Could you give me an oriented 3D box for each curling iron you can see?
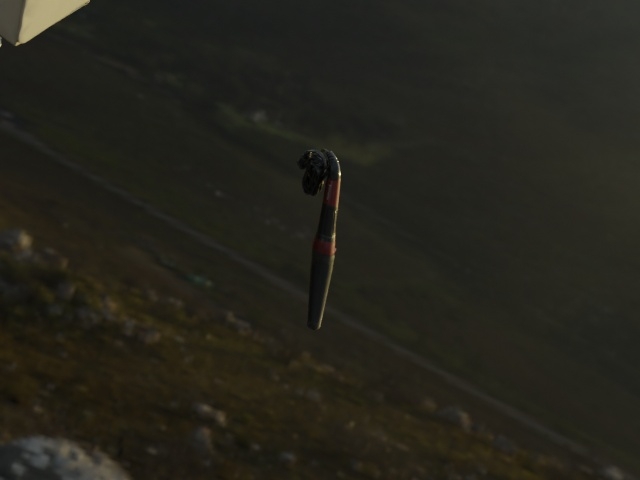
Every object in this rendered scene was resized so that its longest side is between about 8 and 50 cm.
[{"bbox_3d":[0.000,0.000,1.719,0.035,0.274,0.068,-16,36,-23],"label":"curling iron"}]

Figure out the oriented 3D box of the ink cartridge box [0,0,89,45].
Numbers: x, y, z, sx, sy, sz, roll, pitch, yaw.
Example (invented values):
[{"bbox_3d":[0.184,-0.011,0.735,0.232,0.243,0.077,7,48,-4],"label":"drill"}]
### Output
[{"bbox_3d":[-0.468,-0.483,1.766,0.385,0.279,0.160,38,49,11],"label":"ink cartridge box"}]
